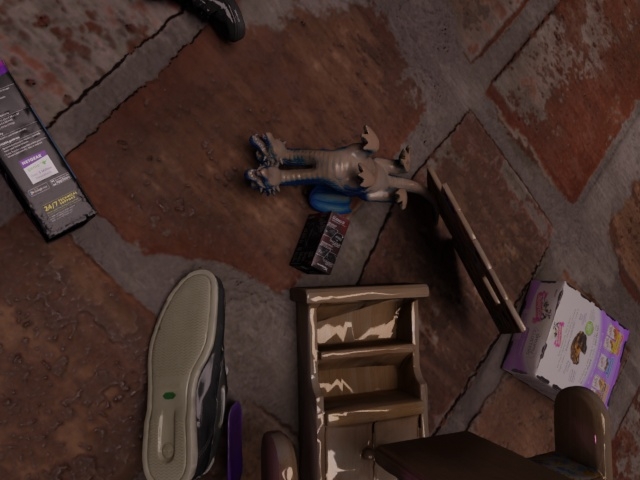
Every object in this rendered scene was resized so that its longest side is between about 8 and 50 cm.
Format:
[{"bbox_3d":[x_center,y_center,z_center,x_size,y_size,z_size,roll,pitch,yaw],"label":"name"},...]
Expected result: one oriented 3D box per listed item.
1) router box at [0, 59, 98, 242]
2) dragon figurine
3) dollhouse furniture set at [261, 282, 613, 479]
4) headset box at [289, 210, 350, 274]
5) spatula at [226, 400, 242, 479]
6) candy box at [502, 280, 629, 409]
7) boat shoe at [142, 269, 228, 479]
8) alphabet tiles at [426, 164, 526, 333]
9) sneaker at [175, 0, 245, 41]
[{"bbox_3d":[-0.260,-0.065,0.484,0.046,0.179,0.133,-33,103,-24],"label":"router box"},{"bbox_3d":[0.037,-0.080,0.702,0.289,0.144,0.085,12,80,-47],"label":"dragon figurine"},{"bbox_3d":[0.114,0.179,0.547,0.362,0.394,0.257,-1,88,-21],"label":"dollhouse furniture set"},{"bbox_3d":[0.000,0.000,0.692,0.032,0.062,0.083,29,74,-25],"label":"headset box"},{"bbox_3d":[-0.124,0.333,0.615,0.030,0.084,0.297,15,87,3],"label":"spatula"},{"bbox_3d":[0.414,0.182,0.908,0.196,0.070,0.165,33,73,-24],"label":"candy box"},{"bbox_3d":[-0.143,0.151,0.612,0.079,0.084,0.233,29,63,-62],"label":"boat shoe"},{"bbox_3d":[0.201,0.016,0.735,0.009,0.198,0.237,-26,76,6],"label":"alphabet tiles"},{"bbox_3d":[-0.166,-0.293,0.622,0.089,0.051,0.170,-36,100,-25],"label":"sneaker"}]
